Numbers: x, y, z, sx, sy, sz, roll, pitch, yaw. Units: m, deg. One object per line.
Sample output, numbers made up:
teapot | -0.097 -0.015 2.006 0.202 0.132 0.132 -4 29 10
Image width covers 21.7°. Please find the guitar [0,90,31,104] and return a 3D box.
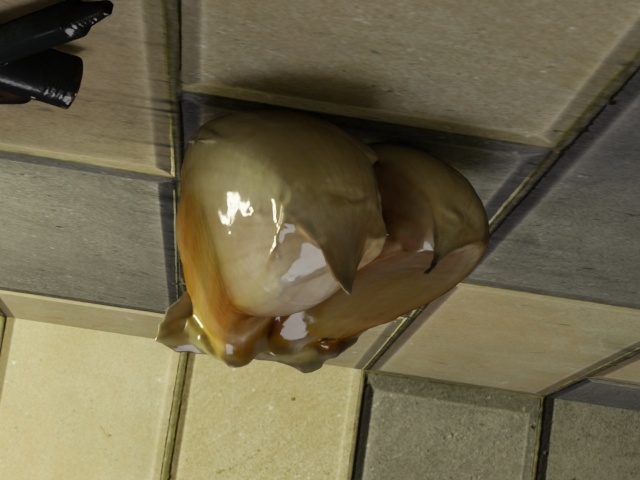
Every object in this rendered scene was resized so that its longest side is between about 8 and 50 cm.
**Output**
guitar | -0.332 -0.131 1.488 0.088 0.025 0.233 15 168 -30

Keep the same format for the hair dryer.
hair dryer | -0.235 -0.160 1.246 0.173 0.050 0.195 13 163 -28

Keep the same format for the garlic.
garlic | 0.000 0.000 1.450 0.286 0.249 0.313 26 145 -8
